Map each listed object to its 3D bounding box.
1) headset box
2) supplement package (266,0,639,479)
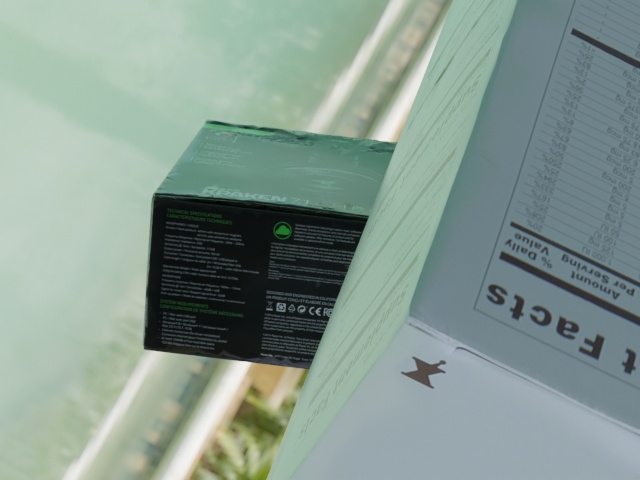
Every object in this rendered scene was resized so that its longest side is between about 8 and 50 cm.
[{"bbox_3d":[0.000,0.000,1.370,0.283,0.246,0.131,-71,167,-73],"label":"headset box"},{"bbox_3d":[0.093,-0.010,0.490,0.244,0.139,0.134,-67,-175,-37],"label":"supplement package"}]
